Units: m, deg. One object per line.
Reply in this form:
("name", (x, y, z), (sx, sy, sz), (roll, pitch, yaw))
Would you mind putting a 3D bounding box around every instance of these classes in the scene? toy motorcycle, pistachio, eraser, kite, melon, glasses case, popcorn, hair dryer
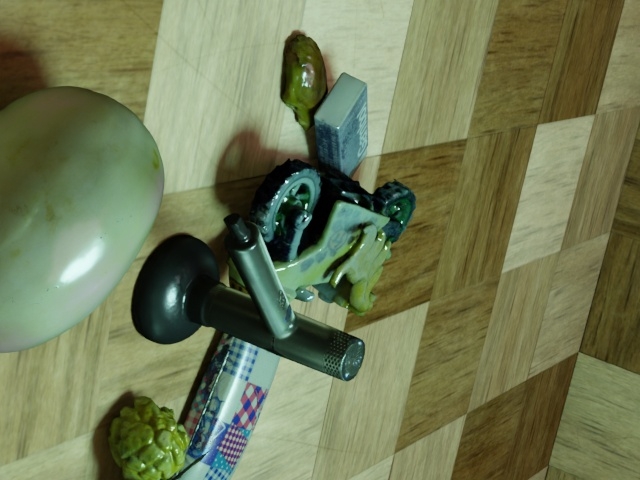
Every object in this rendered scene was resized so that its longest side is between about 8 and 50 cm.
("toy motorcycle", (0.000, 0.000, 2.121), (0.410, 0.169, 0.237), (6, 120, -57))
("pistachio", (-0.017, -0.224, 2.088), (0.089, 0.049, 0.173), (-49, 146, -31))
("eraser", (0.034, -0.162, 2.172), (0.092, 0.046, 0.212), (-58, 164, -21))
("kite", (-0.249, 0.362, 1.934), (0.169, 0.015, 0.310), (-38, 178, 16))
("melon", (-0.300, -0.027, 1.532), (0.317, 0.223, 0.223), (-59, 150, -26))
("glasses case", (-0.140, 0.249, 2.153), (0.125, 0.076, 0.327), (29, 82, -60))
("popcorn", (-0.235, 0.283, 1.960), (0.116, 0.121, 0.106), (-56, 148, -39))
("hair dryer", (-0.107, 0.038, 1.861), (0.156, 0.320, 0.284), (-44, 133, -39))
